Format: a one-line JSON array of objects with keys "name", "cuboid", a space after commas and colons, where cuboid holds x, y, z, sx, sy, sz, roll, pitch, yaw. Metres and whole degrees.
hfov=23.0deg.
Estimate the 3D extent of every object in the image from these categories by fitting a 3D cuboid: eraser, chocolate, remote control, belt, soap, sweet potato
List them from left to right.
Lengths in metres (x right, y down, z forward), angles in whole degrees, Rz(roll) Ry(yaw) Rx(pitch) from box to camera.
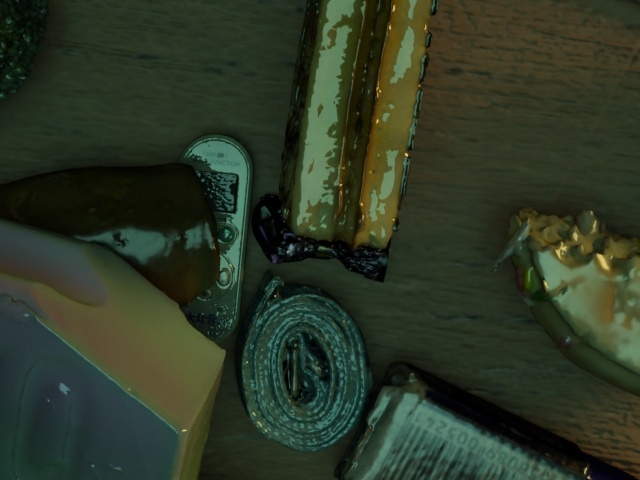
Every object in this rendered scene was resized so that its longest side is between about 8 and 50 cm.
[{"name": "soap", "cuboid": [-0.321, 0.117, 1.460, 0.446, 0.156, 0.261, 17, 118, 6]}, {"name": "sweet potato", "cuboid": [-0.280, 0.008, 1.565, 0.369, 0.158, 0.158, -8, 99, 3]}, {"name": "remote control", "cuboid": [-0.113, -0.001, 1.615, 0.078, 0.042, 0.221, 6, 98, 1]}, {"name": "belt", "cuboid": [-0.020, 0.128, 1.614, 0.147, 0.082, 0.163, 21, 94, -15]}, {"name": "chocolate", "cuboid": [0.000, 0.003, 1.610, 0.147, 0.072, 0.070, 13, 140, 6]}, {"name": "eraser", "cuboid": [0.186, 0.256, 1.624, 0.332, 0.101, 0.155, 26, 99, -6]}]

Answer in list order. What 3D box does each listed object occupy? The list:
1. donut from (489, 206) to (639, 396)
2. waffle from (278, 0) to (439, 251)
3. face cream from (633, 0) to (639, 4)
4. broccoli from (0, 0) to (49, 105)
[{"name": "donut", "cuboid": [0.387, -0.003, 1.554, 0.371, 0.150, 0.307, -42, 97, 7]}, {"name": "waffle", "cuboid": [0.043, -0.192, 1.471, 0.114, 0.261, 0.376, 9, 100, -6]}, {"name": "face cream", "cuboid": [0.327, -0.262, 1.554, 0.182, 0.072, 0.051, 28, 67, -7]}, {"name": "broccoli", "cuboid": [-0.419, -0.195, 1.491, 0.288, 0.260, 0.235, 18, 85, -46]}]
